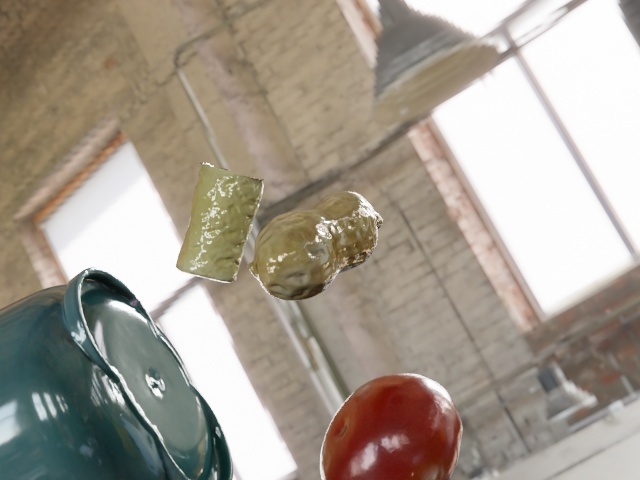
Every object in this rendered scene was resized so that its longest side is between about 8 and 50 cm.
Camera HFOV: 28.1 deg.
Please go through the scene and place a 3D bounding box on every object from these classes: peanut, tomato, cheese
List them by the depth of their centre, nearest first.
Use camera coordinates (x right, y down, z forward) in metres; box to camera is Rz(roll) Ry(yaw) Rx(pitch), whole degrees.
[{"bbox_3d":[0.080,0.251,1.534,0.136,0.195,0.195,24,-37,-18],"label":"tomato"},{"bbox_3d":[0.000,0.000,1.562,0.263,0.117,0.101,-29,-43,-54],"label":"peanut"},{"bbox_3d":[-0.154,-0.025,1.900,0.094,0.167,0.123,17,0,-29],"label":"cheese"}]

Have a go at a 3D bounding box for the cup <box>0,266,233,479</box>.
[{"bbox_3d":[-0.208,0.192,0.982,0.258,0.289,0.219,-30,8,17],"label":"cup"}]
